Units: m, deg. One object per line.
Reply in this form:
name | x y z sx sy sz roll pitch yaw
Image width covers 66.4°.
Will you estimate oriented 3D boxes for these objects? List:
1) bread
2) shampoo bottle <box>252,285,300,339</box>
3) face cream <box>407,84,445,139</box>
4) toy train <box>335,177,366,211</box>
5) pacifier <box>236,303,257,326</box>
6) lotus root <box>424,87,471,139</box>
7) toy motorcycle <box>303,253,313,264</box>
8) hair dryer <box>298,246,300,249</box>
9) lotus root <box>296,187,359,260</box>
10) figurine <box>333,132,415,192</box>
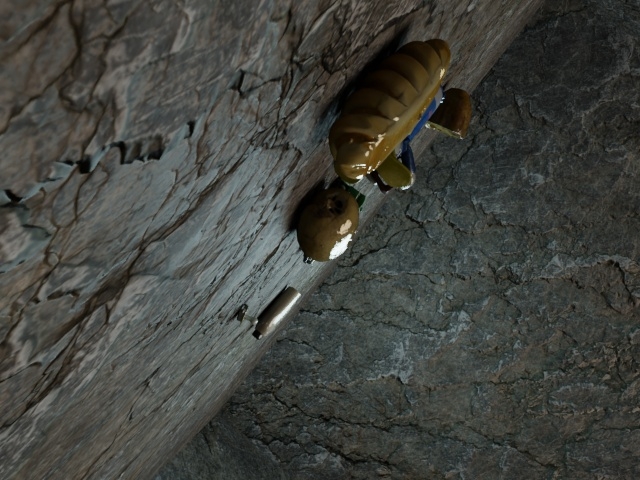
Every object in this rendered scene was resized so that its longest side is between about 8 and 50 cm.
bread | 0.124 -0.256 0.933 0.311 0.121 0.173 -48 169 -21
shampoo bottle | -0.188 0.307 2.036 0.257 0.078 0.127 -51 179 -22
face cream | 0.283 -0.378 1.484 0.264 0.083 0.149 -50 174 -13
toy train | 0.081 -0.126 1.428 0.071 0.104 0.178 -55 174 0
pacifier | -0.223 0.236 1.509 0.083 0.064 0.068 121 -7 -52
lotus root | 0.535 -0.525 2.009 0.180 0.188 0.199 -66 169 7
toy motorcycle | 0.000 0.000 1.728 0.194 0.061 0.124 -60 165 7
hair dryer | -0.045 0.000 1.624 0.083 0.031 0.079 -39 -168 41
lotus root | 0.019 -0.026 1.327 0.169 0.151 0.343 -48 170 -18
figurine | 0.203 -0.243 1.281 0.338 0.204 0.284 -61 153 -27
